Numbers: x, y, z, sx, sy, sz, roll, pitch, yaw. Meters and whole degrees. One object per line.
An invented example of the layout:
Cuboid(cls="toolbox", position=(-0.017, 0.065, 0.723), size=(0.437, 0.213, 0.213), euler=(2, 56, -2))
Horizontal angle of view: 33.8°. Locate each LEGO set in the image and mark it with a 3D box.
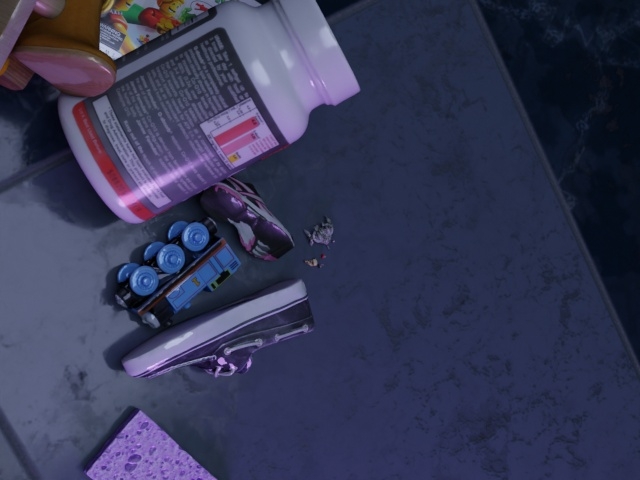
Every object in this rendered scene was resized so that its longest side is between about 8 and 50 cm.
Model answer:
Cuboid(cls="LEGO set", position=(0.002, 0.002, 1.648), size=(0.054, 0.023, 0.083), euler=(0, 89, -26))

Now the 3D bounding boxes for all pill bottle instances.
Cuboid(cls="pill bottle", position=(-0.145, -0.190, 1.409), size=(0.363, 0.210, 0.210), euler=(-27, 101, 4))

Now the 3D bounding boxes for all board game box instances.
Cuboid(cls="board game box", position=(-0.187, -0.293, 1.548), size=(0.305, 0.053, 0.193), euler=(27, 78, -23))

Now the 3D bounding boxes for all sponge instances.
Cuboid(cls="sponge", position=(-0.228, 0.354, 1.524), size=(0.210, 0.031, 0.117), euler=(46, 71, -17))

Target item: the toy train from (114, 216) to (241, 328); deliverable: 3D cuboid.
Cuboid(cls="toy train", position=(-0.208, 0.048, 1.518), size=(0.184, 0.080, 0.105), euler=(-43, 112, -21))

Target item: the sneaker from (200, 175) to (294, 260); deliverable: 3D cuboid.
Cuboid(cls="sneaker", position=(-0.102, -0.046, 1.576), size=(0.178, 0.072, 0.077), euler=(47, 30, -34))

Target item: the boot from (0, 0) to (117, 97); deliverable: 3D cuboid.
Cuboid(cls="boot", position=(-0.314, -0.296, 1.356), size=(0.104, 0.295, 0.211), euler=(39, 71, -38))

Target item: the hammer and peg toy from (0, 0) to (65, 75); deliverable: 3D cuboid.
Cuboid(cls="hammer and peg toy", position=(-0.491, -0.259, 1.282), size=(0.127, 0.361, 0.266), euler=(28, 88, -54))

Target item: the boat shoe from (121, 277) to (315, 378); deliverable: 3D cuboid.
Cuboid(cls="boat shoe", position=(-0.140, 0.152, 1.537), size=(0.301, 0.108, 0.102), euler=(-22, 97, -32))
